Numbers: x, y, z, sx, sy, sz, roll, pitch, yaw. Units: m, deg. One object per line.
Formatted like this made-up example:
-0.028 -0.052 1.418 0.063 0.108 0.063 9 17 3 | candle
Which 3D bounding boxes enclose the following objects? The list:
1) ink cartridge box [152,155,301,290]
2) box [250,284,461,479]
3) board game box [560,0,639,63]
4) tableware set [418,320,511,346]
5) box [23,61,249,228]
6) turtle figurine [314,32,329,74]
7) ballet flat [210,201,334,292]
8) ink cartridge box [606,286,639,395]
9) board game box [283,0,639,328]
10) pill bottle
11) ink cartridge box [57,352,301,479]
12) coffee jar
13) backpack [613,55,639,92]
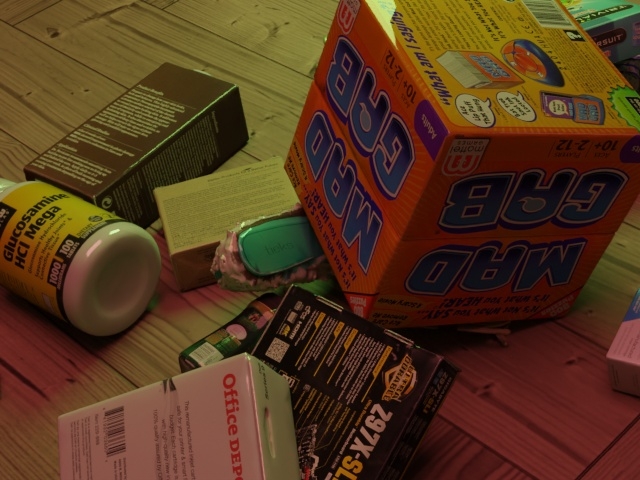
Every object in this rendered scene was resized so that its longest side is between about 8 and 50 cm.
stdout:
-0.150 -0.032 1.976 0.234 0.088 0.193 -15 39 -5 | ink cartridge box
-0.006 0.248 1.522 0.257 0.079 0.322 24 80 32 | box
0.411 -0.377 2.125 0.253 0.079 0.336 -19 23 -8 | board game box
0.197 0.114 1.776 0.194 0.039 0.128 5 30 8 | tableware set
-0.327 -0.160 2.126 0.191 0.143 0.381 22 51 33 | box
0.110 -0.378 2.218 0.266 0.198 0.274 -7 -5 30 | turtle figurine
0.000 0.000 1.858 0.409 0.147 0.147 -12 36 -33 | ballet flat
0.511 0.154 1.607 0.190 0.082 0.140 11 53 33 | ink cartridge box
0.204 -0.127 1.696 0.356 0.356 0.356 -1 44 -26 | board game box
-0.436 0.014 1.904 0.334 0.188 0.188 22 50 33 | pill bottle
-0.176 0.291 1.469 0.289 0.121 0.211 -19 59 18 | ink cartridge box
-0.118 0.159 1.741 0.184 0.096 0.079 -35 49 -28 | coffee jar
0.554 -0.314 2.154 0.114 0.105 0.084 -8 62 8 | backpack
